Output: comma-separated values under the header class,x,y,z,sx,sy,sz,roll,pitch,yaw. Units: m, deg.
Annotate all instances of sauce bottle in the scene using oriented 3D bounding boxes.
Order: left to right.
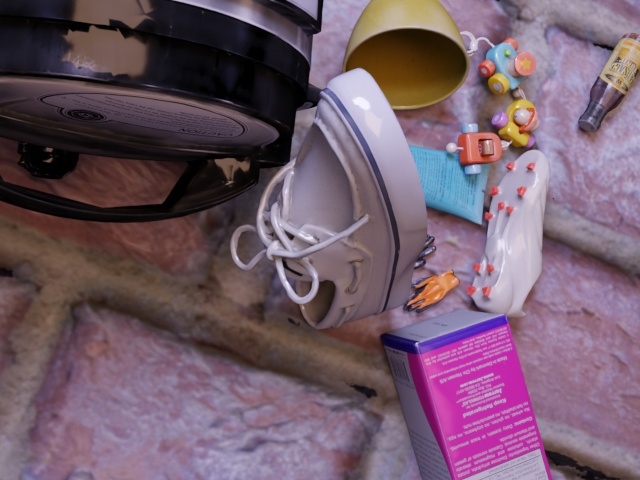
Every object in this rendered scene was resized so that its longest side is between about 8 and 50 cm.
class,x,y,z,sx,sy,sz,roll,pitch,yaw
sauce bottle,0.352,-0.188,1.024,0.042,0.042,0.128,32,81,-12

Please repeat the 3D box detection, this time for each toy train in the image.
class,x,y,z,sx,sy,sz,roll,pitch,yaw
toy train,0.202,-0.157,0.968,0.125,0.046,0.166,0,87,-30

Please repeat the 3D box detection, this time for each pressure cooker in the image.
class,x,y,z,sx,sy,sz,roll,pitch,yaw
pressure cooker,-0.176,-0.225,0.729,0.369,0.375,0.421,5,87,4

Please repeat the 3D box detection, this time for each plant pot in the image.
class,x,y,z,sx,sy,sz,roll,pitch,yaw
plant pot,0.091,-0.220,0.923,0.134,0.134,0.095,8,61,-14

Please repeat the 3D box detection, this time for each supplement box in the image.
class,x,y,z,sx,sy,sz,roll,pitch,yaw
supplement box,0.160,0.196,0.929,0.113,0.111,0.220,-16,93,-15

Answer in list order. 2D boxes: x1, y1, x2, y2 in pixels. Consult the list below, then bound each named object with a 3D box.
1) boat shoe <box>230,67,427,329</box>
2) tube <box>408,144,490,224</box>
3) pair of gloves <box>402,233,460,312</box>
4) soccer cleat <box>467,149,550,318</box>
class,x,y,z,sx,sy,sz,roll,pitch,yaw
boat shoe,-0.004,-0.006,0.785,0.156,0.367,0.136,-25,68,-9
tube,0.099,-0.076,0.955,0.207,0.052,0.080,11,88,-20
pair of gloves,0.112,0.037,0.973,0.074,0.010,0.083,-31,94,-12
soccer cleat,0.228,-0.006,0.980,0.076,0.068,0.196,21,85,-28
